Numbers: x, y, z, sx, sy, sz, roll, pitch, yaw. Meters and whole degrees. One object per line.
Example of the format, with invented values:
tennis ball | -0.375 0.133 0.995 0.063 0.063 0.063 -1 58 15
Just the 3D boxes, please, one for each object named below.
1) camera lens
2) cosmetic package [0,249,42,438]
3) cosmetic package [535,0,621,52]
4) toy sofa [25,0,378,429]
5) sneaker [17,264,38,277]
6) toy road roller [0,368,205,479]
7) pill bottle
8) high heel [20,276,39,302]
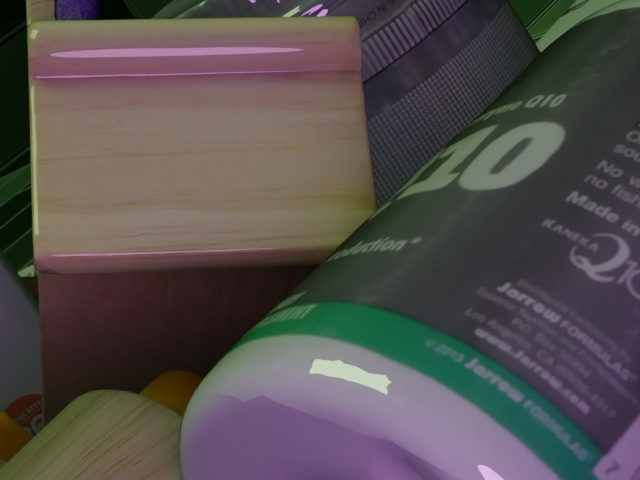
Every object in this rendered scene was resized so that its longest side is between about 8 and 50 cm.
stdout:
camera lens | 0.040 -0.068 1.117 0.219 0.274 0.219 -32 13 8
cosmetic package | -0.350 0.155 1.240 0.377 0.284 0.097 -36 14 -5
cosmetic package | 0.243 -0.157 1.379 0.117 0.085 0.231 -22 16 44
toy sofa | -0.073 0.010 0.917 0.150 0.177 0.362 -1 -29 -8
sneaker | -0.332 0.146 1.555 0.366 0.137 0.210 -45 19 -30
toy road roller | -0.187 0.155 0.804 0.202 0.240 0.329 -45 -5 -40
pill bottle | 0.129 0.026 0.720 0.361 0.204 0.204 -43 16 -36
high heel | -0.162 0.019 1.469 0.127 0.181 0.377 -1 34 30
